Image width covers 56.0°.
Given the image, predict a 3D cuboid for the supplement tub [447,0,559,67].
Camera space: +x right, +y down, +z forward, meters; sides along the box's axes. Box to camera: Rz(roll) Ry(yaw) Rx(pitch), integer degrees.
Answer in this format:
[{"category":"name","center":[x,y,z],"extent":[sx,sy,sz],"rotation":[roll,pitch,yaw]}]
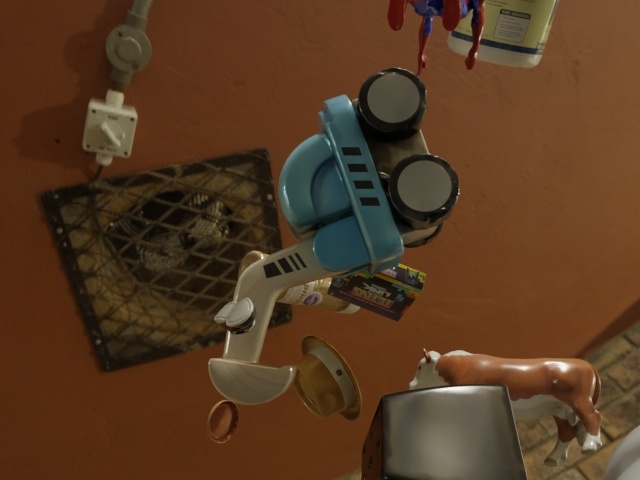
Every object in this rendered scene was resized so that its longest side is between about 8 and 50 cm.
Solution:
[{"category":"supplement tub","center":[0.450,-0.596,1.426],"extent":[0.235,0.235,0.325],"rotation":[1,-63,-21]}]

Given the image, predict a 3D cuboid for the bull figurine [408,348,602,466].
[{"category":"bull figurine","center":[0.296,0.259,0.977],"extent":[0.310,0.189,0.101],"rotation":[-6,-38,14]}]

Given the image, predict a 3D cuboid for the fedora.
[{"category":"fedora","center":[0.000,0.285,1.192],"extent":[0.079,0.194,0.195],"rotation":[-27,-55,-29]}]

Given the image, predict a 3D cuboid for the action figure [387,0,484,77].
[{"category":"action figure","center":[0.154,-0.260,0.762],"extent":[0.091,0.280,0.139],"rotation":[9,-63,18]}]

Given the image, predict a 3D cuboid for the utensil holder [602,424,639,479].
[{"category":"utensil holder","center":[0.308,0.341,0.359],"extent":[0.385,0.327,0.328],"rotation":[-43,-46,-43]}]

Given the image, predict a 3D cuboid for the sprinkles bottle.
[{"category":"sprinkles bottle","center":[-0.044,0.116,1.602],"extent":[0.355,0.121,0.121],"rotation":[14,-69,-38]}]

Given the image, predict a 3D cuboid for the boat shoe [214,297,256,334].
[{"category":"boat shoe","center":[-0.108,0.107,0.811],"extent":[0.038,0.125,0.046],"rotation":[44,-116,-14]}]

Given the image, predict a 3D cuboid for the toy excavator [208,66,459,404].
[{"category":"toy excavator","center":[0.000,0.000,0.977],"extent":[0.444,0.222,0.433],"rotation":[-18,-101,1]}]

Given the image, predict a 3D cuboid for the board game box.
[{"category":"board game box","center":[0.115,0.092,1.266],"extent":[0.170,0.048,0.141],"rotation":[21,-40,-2]}]

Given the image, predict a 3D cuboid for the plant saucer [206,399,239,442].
[{"category":"plant saucer","center":[-0.195,0.358,1.193],"extent":[0.083,0.013,0.084],"rotation":[-4,-86,-52]}]

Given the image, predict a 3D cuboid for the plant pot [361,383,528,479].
[{"category":"plant pot","center":[0.145,0.302,0.782],"extent":[0.166,0.188,0.188],"rotation":[10,-53,-2]}]
